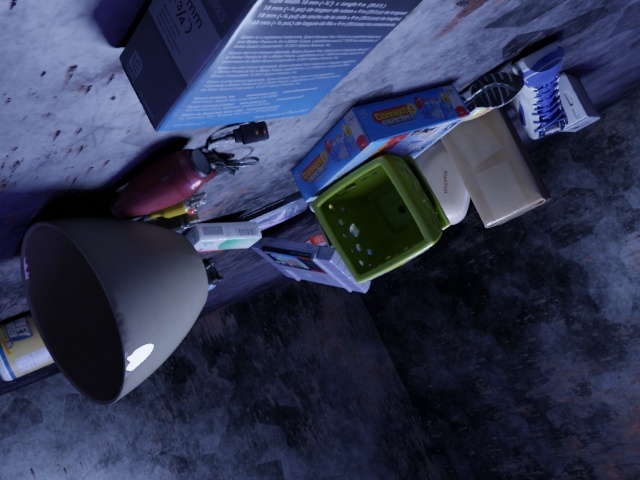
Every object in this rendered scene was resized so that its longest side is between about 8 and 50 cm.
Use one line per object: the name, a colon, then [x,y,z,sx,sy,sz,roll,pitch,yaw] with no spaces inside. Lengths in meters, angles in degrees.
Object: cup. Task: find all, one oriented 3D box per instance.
cup: [-0.347,0.095,1.114,0.237,0.330,0.331,-23,173,-44]

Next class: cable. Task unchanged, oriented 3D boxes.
cable: [-0.366,-0.039,1.246,0.288,0.072,0.139,-13,180,-6]

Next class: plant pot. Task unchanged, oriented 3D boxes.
plant pot: [0.156,-0.063,1.430,0.227,0.228,0.207,-31,176,33]

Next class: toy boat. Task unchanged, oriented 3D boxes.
toy boat: [0.298,-0.181,1.872,0.319,0.267,0.148,6,174,0]

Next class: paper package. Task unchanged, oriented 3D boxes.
paper package: [0.488,-0.218,1.710,0.168,0.324,0.309,-29,173,24]

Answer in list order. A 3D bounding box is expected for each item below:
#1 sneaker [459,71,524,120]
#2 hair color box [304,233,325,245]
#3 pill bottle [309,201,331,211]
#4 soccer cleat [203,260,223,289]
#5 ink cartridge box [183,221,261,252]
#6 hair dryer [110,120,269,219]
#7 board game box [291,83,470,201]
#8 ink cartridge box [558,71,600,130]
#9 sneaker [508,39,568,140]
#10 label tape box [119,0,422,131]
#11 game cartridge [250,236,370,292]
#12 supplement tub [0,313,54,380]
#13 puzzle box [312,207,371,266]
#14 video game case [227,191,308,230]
sneaker: [0.398,-0.347,1.483,0.209,0.081,0.094,-18,180,41]
hair color box: [0.000,0.000,2.657,0.141,0.043,0.072,-17,169,-42]
pill bottle: [0.015,-0.123,1.782,0.065,0.065,0.116,-20,171,-38]
soccer cleat: [-0.420,0.134,1.916,0.143,0.115,0.331,-27,173,9]
ink cartridge box: [-0.290,0.014,1.647,0.181,0.056,0.225,-4,159,-36]
hair dryer: [-0.223,-0.104,1.078,0.294,0.080,0.223,-22,173,-18]
board game box: [0.131,-0.221,1.414,0.302,0.086,0.308,-20,171,-34]
ink cartridge box: [0.758,-0.417,1.865,0.093,0.154,0.212,-29,173,32]
sneaker: [0.553,-0.355,1.516,0.128,0.182,0.315,-28,172,4]
label tape box: [-0.022,-0.251,0.631,0.241,0.105,0.334,-19,169,-45]
game cartridge: [-0.040,0.076,1.962,0.355,0.068,0.230,8,160,42]
supplement tub: [-0.754,0.266,1.613,0.200,0.144,0.144,-23,172,-24]
puzzle box: [0.093,-0.025,1.927,0.052,0.272,0.409,-24,172,-17]
video game case: [-0.161,-0.063,1.773,0.274,0.026,0.196,-25,172,-9]
